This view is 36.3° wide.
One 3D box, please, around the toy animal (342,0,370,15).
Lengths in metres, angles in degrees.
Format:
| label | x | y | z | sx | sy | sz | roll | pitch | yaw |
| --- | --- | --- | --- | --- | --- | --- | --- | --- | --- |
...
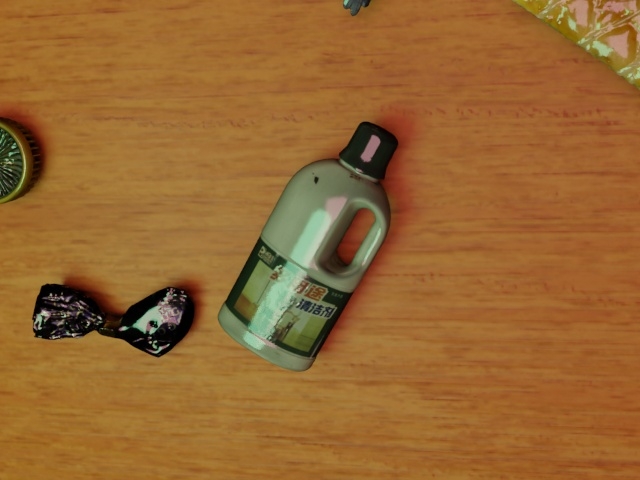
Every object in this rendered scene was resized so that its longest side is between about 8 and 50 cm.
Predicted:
| label | x | y | z | sx | sy | sz | roll | pitch | yaw |
| --- | --- | --- | --- | --- | --- | --- | --- | --- | --- |
| toy animal | 0.057 | -0.296 | 0.797 | 0.108 | 0.062 | 0.220 | 32 | 99 | 6 |

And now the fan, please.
| label | x | y | z | sx | sy | sz | roll | pitch | yaw |
| --- | --- | --- | --- | --- | --- | --- | --- | --- | --- |
| fan | -0.341 | -0.077 | 0.934 | 0.155 | 0.039 | 0.082 | 0 | 100 | 14 |

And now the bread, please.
| label | x | y | z | sx | sy | sz | roll | pitch | yaw |
| --- | --- | --- | --- | --- | --- | --- | --- | --- | --- |
| bread | 0.255 | -0.191 | 0.768 | 0.188 | 0.068 | 0.125 | 37 | 105 | 4 |

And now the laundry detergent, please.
| label | x | y | z | sx | sy | sz | roll | pitch | yaw |
| --- | --- | --- | --- | --- | --- | --- | --- | --- | --- |
| laundry detergent | 0.000 | 0.000 | 0.859 | 0.099 | 0.070 | 0.225 | 33 | 104 | 14 |

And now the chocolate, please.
| label | x | y | z | sx | sy | sz | roll | pitch | yaw |
| --- | --- | --- | --- | --- | --- | --- | --- | --- | --- |
| chocolate | -0.194 | 0.076 | 0.919 | 0.147 | 0.070 | 0.072 | 6 | 129 | 12 |
